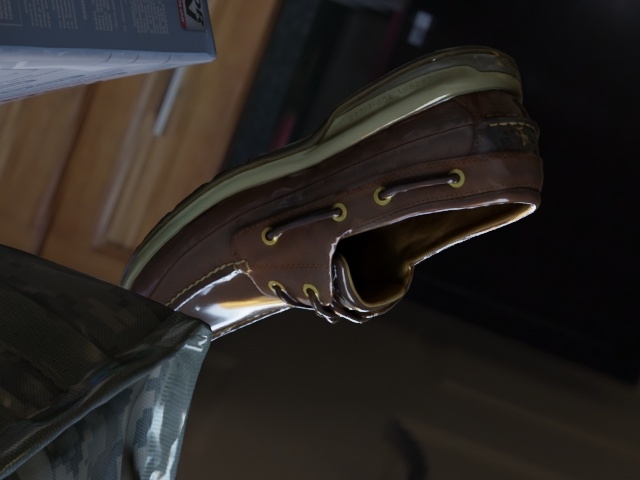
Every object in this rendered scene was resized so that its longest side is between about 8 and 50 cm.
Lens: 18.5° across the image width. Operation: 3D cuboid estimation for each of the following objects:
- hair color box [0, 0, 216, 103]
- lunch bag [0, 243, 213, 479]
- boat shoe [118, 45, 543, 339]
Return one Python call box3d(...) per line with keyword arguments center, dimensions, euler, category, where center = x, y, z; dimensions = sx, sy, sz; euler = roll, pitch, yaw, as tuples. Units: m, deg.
box3d(center=(-0.205, -0.126, 0.984), dimensions=(0.374, 0.185, 0.114), euler=(-15, 94, -73), category="hair color box")
box3d(center=(-0.203, 0.083, 0.545), dimensions=(0.287, 0.235, 0.169), euler=(-36, 142, -61), category="lunch bag")
box3d(center=(0.001, 0.000, 0.683), dimensions=(0.178, 0.060, 0.064), euler=(-31, 156, 29), category="boat shoe")
